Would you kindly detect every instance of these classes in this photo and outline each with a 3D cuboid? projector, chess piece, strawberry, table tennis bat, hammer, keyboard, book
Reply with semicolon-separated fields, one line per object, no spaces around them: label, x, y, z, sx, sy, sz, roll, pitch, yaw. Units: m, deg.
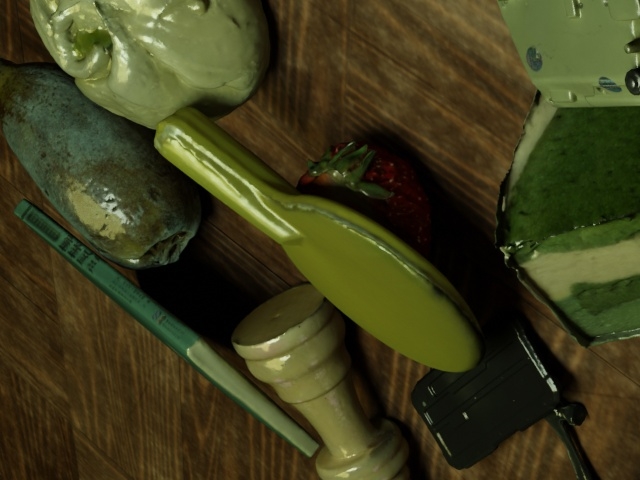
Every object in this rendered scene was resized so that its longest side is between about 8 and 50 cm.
projector;0.171;-0.222;1.197;0.193;0.088;0.270;5;111;58
chess piece;0.049;0.236;1.956;0.117;0.117;0.397;0;126;56
strawberry;0.056;-0.020;1.676;0.146;0.082;0.187;37;155;36
table tennis bat;0.000;0.000;1.665;0.368;0.054;0.224;37;161;5
hammer;0.255;0.236;1.737;0.078;0.021;0.201;3;125;55
keyboard;0.158;0.149;1.768;0.106;0.016;0.262;58;152;10
book;-0.179;0.097;2.055;0.379;0.031;0.264;35;172;43

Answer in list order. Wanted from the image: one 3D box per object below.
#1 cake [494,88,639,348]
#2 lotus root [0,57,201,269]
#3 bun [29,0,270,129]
cake;0.284;-0.056;1.289;0.283;0.172;0.158;-16;141;28
lotus root;-0.259;-0.106;1.981;0.322;0.140;0.158;47;176;11
bun;-0.181;-0.211;1.719;0.259;0.160;0.259;38;152;24
